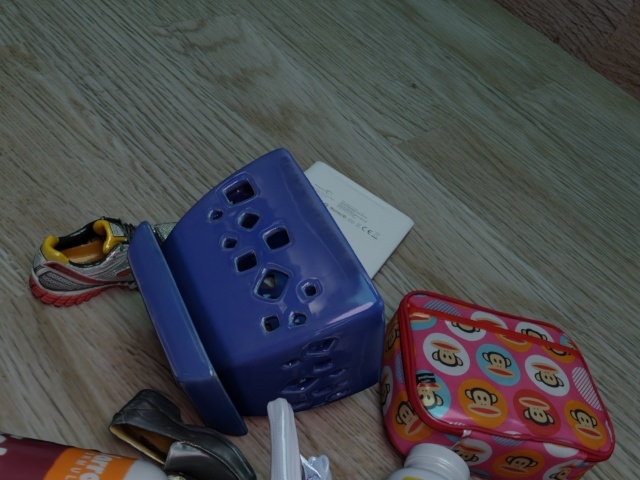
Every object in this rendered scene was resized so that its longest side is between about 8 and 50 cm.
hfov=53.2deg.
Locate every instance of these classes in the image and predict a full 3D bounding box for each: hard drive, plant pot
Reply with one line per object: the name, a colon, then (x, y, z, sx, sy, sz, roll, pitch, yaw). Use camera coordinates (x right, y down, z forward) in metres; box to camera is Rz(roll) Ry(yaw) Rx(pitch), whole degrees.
hard drive: (0.000, 0.000, 0.996, 0.203, 0.040, 0.307, 34, 43, 10)
plant pot: (-0.075, 0.075, 0.726, 0.212, 0.236, 0.236, -24, 60, -11)

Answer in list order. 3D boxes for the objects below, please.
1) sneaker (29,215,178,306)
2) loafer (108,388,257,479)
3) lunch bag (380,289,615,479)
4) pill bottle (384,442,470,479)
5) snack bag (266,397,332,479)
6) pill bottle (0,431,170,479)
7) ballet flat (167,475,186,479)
sneaker: (-0.252, 0.015, 0.822, 0.225, 0.092, 0.088, -18, 57, -38)
loafer: (-0.147, 0.226, 0.676, 0.170, 0.062, 0.061, 26, 24, 16)
lunch bag: (0.225, 0.185, 0.867, 0.293, 0.120, 0.258, 15, 39, -13)
pill bottle: (0.101, 0.312, 0.680, 0.103, 0.103, 0.184, 31, 43, 6)
snack bag: (0.003, 0.311, 0.460, 0.037, 0.342, 0.323, -6, 52, 0)
pill bottle: (-0.238, 0.255, 0.457, 0.392, 0.224, 0.224, 12, 43, -4)
ballet flat: (-0.096, 0.320, 0.601, 0.241, 0.077, 0.091, 41, 43, 16)
